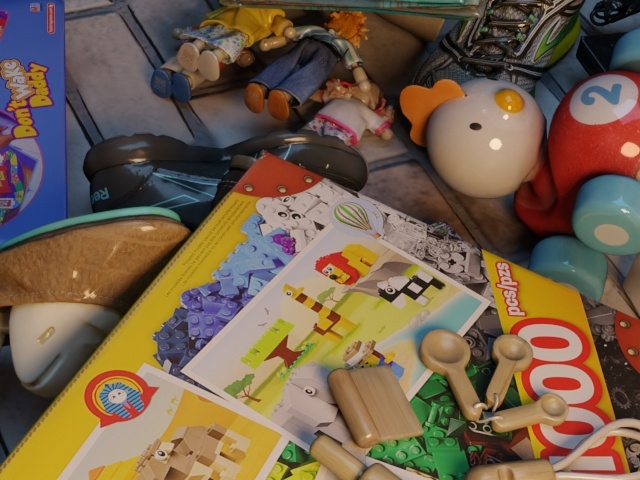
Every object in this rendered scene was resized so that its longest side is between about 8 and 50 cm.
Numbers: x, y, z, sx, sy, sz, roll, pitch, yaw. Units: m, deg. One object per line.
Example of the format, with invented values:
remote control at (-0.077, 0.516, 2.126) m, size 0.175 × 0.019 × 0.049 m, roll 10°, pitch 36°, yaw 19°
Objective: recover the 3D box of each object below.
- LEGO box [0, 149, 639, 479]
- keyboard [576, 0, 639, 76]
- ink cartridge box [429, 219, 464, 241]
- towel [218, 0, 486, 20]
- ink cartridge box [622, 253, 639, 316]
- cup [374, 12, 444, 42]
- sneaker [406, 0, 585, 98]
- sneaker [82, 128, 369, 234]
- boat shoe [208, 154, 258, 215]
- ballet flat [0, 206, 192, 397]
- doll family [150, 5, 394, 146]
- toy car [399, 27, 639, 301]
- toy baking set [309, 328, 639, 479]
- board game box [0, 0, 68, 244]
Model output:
LEGO box at (-0.008, 0.213, 0.956) m, size 0.372 × 0.193 × 0.500 m, roll 25°, pitch 47°, yaw 12°
keyboard at (0.422, -0.216, 1.541) m, size 0.317 × 0.033 × 0.201 m, roll -8°, pitch 52°, yaw -26°
ink cartridge box at (0.121, 0.035, 1.263) m, size 0.063 × 0.029 × 0.115 m, roll -22°, pitch 54°, yaw -27°
towel at (0.036, -0.399, 1.288) m, size 0.271 × 0.370 × 0.040 m, roll 6°, pitch 4°, yaw 19°
ink cartridge box at (0.463, -0.041, 1.157) m, size 0.279 × 0.385 × 0.160 m, roll -8°, pitch 52°, yaw -18°
cup at (0.060, -0.402, 1.441) m, size 0.237 × 0.331 × 0.331 m, roll 18°, pitch 46°, yaw -1°
sneaker at (0.191, -0.225, 1.444) m, size 0.134 × 0.146 × 0.343 m, roll 23°, pitch 48°, yaw 12°
sneaker at (-0.083, -0.038, 1.270) m, size 0.267 × 0.101 × 0.106 m, roll -3°, pitch 69°, yaw -14°
boat shoe at (0.000, 0.000, 1.209) m, size 0.207 × 0.073 × 0.073 m, roll 24°, pitch 73°, yaw -10°
ballet flat at (-0.256, 0.067, 1.058) m, size 0.342 × 0.116 × 0.124 m, roll -10°, pitch 65°, yaw 13°
doll family at (-0.035, -0.192, 1.388) m, size 0.263 × 0.118 × 0.163 m, roll 28°, pitch 48°, yaw 16°
toy car at (0.187, -0.095, 1.255) m, size 0.238 × 0.210 × 0.219 m, roll 22°, pitch 57°, yaw -3°
toy baking set at (0.123, 0.144, 0.891) m, size 0.256 × 0.030 × 0.197 m, roll 39°, pitch 51°, yaw 22°
board game box at (-0.351, -0.090, 1.260) m, size 0.233 × 0.078 × 0.347 m, roll 0°, pitch 47°, yaw -11°
